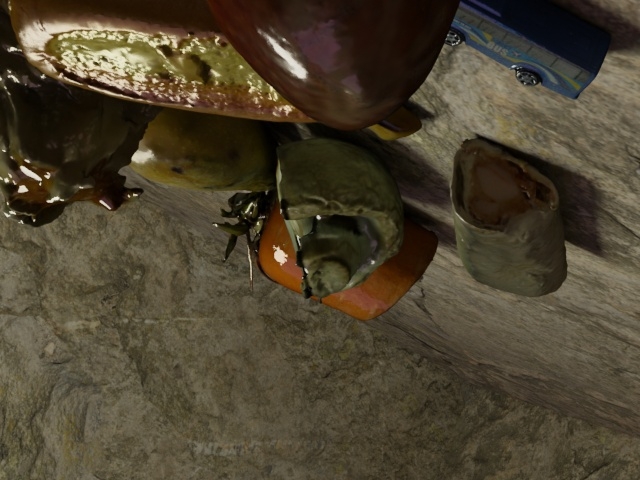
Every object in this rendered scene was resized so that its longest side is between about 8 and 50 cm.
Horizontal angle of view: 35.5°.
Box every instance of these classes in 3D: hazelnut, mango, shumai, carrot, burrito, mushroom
[{"bbox_3d":[0.012,-0.175,0.643,0.176,0.214,0.214,-19,158,9],"label":"hazelnut"},{"bbox_3d":[-0.160,-0.147,1.411,0.177,0.175,0.329,56,-161,12],"label":"mango"},{"bbox_3d":[-0.300,-0.148,1.056,0.314,0.263,0.267,23,-175,-26],"label":"shumai"},{"bbox_3d":[0.000,0.000,1.617,0.331,0.193,0.214,26,148,-2],"label":"carrot"},{"bbox_3d":[0.226,-0.014,1.221,0.143,0.105,0.299,19,167,20],"label":"burrito"},{"bbox_3d":[0.027,-0.044,1.393,0.164,0.190,0.267,-14,137,0],"label":"mushroom"}]

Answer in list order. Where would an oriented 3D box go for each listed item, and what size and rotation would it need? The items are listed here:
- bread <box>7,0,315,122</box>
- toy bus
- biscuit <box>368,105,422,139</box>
[{"bbox_3d":[-0.112,-0.185,0.846,0.288,0.119,0.152,12,160,8],"label":"bread"},{"bbox_3d":[0.147,-0.167,0.774,0.153,0.051,0.061,28,158,-5],"label":"toy bus"},{"bbox_3d":[0.012,-0.166,1.175,0.174,0.039,0.183,28,171,-20],"label":"biscuit"}]
